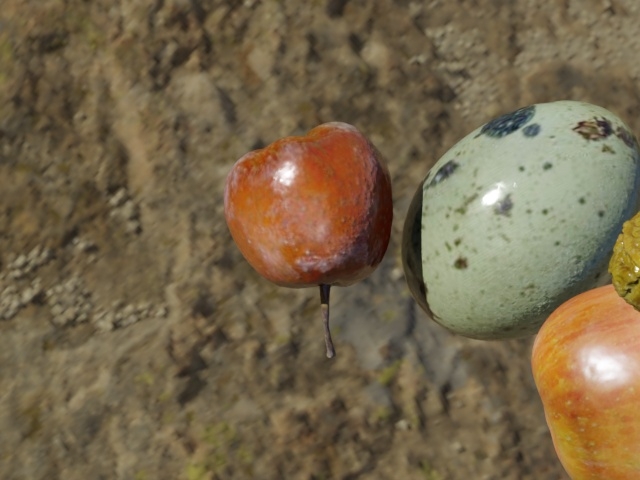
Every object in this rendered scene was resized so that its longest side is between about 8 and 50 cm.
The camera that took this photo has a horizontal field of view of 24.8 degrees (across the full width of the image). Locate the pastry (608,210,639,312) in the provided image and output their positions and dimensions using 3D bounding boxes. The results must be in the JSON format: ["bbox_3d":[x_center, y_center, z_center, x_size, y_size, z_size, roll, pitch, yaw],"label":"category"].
[{"bbox_3d":[0.294,0.017,1.211,0.109,0.057,0.097,-17,42,-15],"label":"pastry"}]

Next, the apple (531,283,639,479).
[{"bbox_3d":[0.342,0.147,1.459,0.241,0.242,0.242,-17,75,6],"label":"apple"}]

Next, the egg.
[{"bbox_3d":[0.279,-0.029,2.012,0.288,0.379,0.287,33,17,-11],"label":"egg"}]

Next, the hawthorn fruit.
[{"bbox_3d":[-0.001,-0.041,1.948,0.231,0.235,0.263,-42,70,-13],"label":"hawthorn fruit"}]
